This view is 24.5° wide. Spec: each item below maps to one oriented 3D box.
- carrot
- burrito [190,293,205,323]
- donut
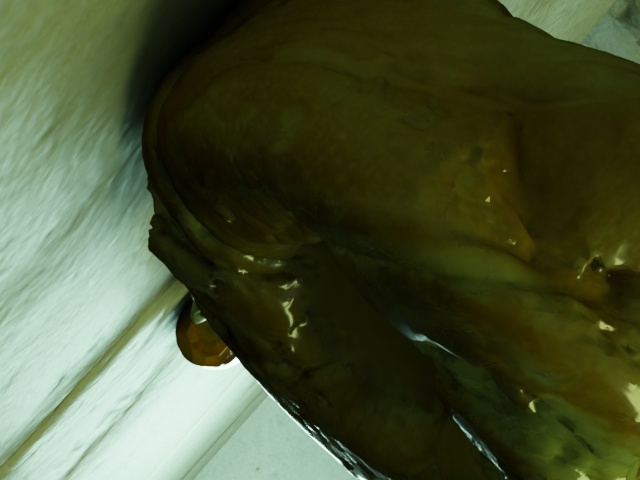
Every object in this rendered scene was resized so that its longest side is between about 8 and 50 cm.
[{"bbox_3d":[-0.094,0.089,1.397,0.066,0.066,0.314,-49,177,-3],"label":"carrot"},{"bbox_3d":[-0.072,0.017,1.163,0.074,0.044,0.118,-62,170,28],"label":"burrito"},{"bbox_3d":[0.066,0.014,0.751,0.170,0.360,0.360,-44,172,-22],"label":"donut"}]
